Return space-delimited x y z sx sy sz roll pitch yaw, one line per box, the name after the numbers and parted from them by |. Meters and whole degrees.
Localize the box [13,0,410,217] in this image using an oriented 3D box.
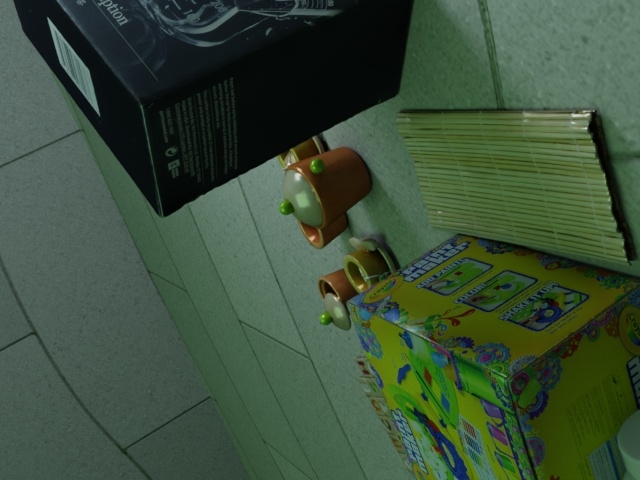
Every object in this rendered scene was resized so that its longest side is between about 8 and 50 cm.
-0.131 -0.255 0.946 0.343 0.312 0.179 49 156 26 | box

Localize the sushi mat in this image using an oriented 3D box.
0.183 -0.062 0.891 0.316 0.019 0.151 15 132 62 | sushi mat

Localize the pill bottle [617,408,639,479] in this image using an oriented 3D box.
0.340 0.250 0.777 0.117 0.117 0.208 16 135 62 | pill bottle

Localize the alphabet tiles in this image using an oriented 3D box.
0.137 0.302 1.486 0.237 0.009 0.198 61 160 -2 | alphabet tiles

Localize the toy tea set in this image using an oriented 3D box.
0.000 0.000 1.241 0.200 0.124 0.336 26 140 56 | toy tea set

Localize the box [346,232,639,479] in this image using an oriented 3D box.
0.207 0.176 0.921 0.279 0.177 0.290 21 137 59 | box
